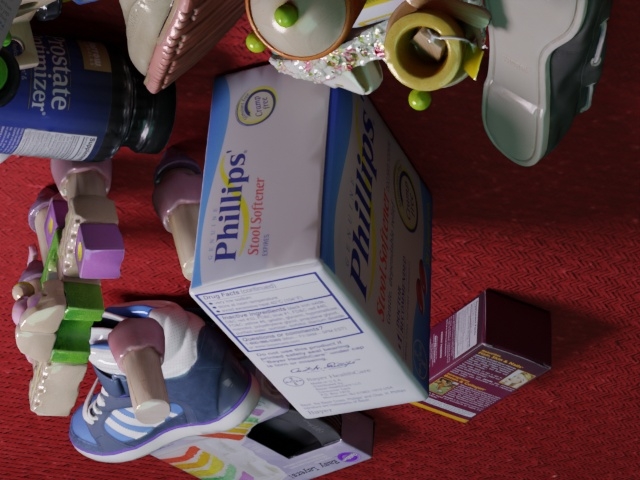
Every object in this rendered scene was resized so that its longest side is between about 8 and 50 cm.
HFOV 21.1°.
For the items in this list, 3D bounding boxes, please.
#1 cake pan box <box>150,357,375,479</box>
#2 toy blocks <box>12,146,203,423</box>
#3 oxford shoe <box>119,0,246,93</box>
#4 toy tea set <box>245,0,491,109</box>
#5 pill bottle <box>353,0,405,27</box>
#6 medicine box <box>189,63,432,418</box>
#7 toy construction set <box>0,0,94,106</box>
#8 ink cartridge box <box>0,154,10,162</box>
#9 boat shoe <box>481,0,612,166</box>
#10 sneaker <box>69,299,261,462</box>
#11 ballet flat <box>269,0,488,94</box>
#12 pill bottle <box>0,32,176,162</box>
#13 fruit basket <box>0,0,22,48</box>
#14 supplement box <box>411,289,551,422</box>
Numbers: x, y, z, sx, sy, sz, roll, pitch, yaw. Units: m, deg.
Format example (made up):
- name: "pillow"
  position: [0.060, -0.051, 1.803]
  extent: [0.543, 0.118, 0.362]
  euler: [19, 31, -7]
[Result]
- name: "cake pan box"
  position: [-0.093, 0.263, 2.381]
  extent: [0.267, 0.070, 0.246]
  euler: [-23, 140, 35]
- name: "toy blocks"
  position: [-0.293, 0.011, 1.861]
  extent: [0.309, 0.260, 0.288]
  euler: [4, 131, -22]
- name: "oxford shoe"
  position: [-0.132, -0.271, 1.537]
  extent: [0.146, 0.140, 0.397]
  euler: [41, 153, 7]
- name: "toy tea set"
  position: [0.054, -0.268, 1.393]
  extent: [0.200, 0.124, 0.336]
  euler: [18, 117, 13]
- name: "pill bottle"
  position: [0.053, -0.250, 1.534]
  extent: [0.184, 0.103, 0.103]
  euler: [-13, 143, 25]
- name: "medicine box"
  position: [0.000, 0.000, 1.779]
  extent: [0.149, 0.263, 0.289]
  euler: [-10, 145, 21]
- name: "toy construction set"
  position: [-0.347, -0.249, 1.511]
  extent: [0.309, 0.257, 0.237]
  euler: [50, 165, -5]
- name: "ink cartridge box"
  position: [-0.469, -0.135, 1.817]
  extent: [0.239, 0.060, 0.275]
  euler: [43, 134, -19]
- name: "boat shoe"
  position: [0.218, -0.207, 1.611]
  extent: [0.112, 0.095, 0.335]
  euler: [38, 151, 22]
- name: "sneaker"
  position: [-0.258, 0.164, 2.211]
  extent: [0.323, 0.130, 0.236]
  euler: [-15, 133, 35]
- name: "ballet flat"
  position: [0.055, -0.181, 1.631]
  extent: [0.241, 0.091, 0.077]
  euler: [-14, 109, 38]
- name: "pill bottle"
  position: [-0.261, -0.142, 1.703]
  extent: [0.219, 0.123, 0.123]
  euler: [4, 150, -26]
- name: "fruit basket"
  position: [-0.312, -0.306, 1.266]
  extent: [0.165, 0.353, 0.327]
  euler: [7, 155, 37]
- name: "supplement box"
  position: [0.194, 0.147, 2.153]
  extent: [0.104, 0.081, 0.188]
  euler: [21, 144, -23]
